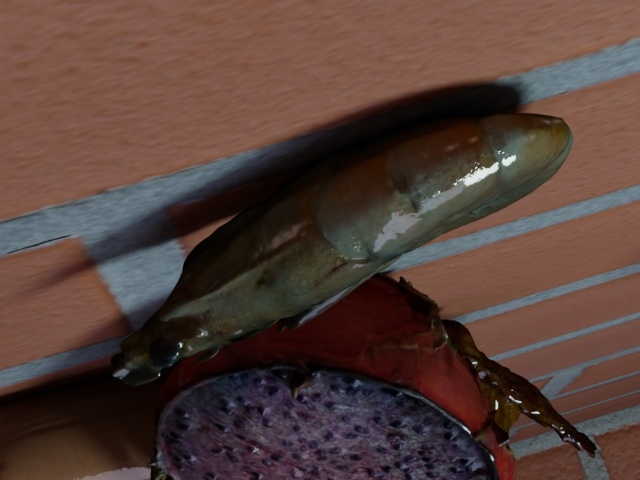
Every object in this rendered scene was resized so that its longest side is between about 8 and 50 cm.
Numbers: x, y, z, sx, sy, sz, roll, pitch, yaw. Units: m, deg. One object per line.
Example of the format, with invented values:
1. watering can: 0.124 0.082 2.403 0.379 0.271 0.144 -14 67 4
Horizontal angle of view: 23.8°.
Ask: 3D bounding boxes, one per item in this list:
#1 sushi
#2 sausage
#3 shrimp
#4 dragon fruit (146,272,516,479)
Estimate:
1. sushi: 0.051 0.155 1.219 0.296 0.167 0.179 -27 142 10
2. sausage: -0.097 0.124 1.037 0.289 0.086 0.086 -11 165 -21
3. shrimp: 0.010 -0.003 0.742 0.254 0.059 0.145 -32 170 32
4. dragon fruit: 0.014 0.089 0.950 0.218 0.148 0.224 20 141 -9
